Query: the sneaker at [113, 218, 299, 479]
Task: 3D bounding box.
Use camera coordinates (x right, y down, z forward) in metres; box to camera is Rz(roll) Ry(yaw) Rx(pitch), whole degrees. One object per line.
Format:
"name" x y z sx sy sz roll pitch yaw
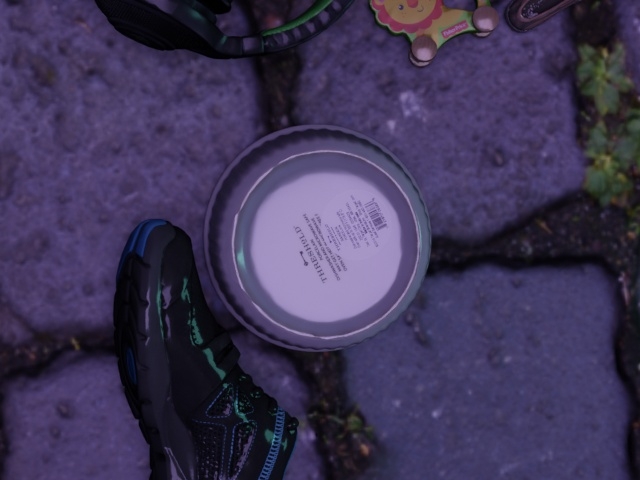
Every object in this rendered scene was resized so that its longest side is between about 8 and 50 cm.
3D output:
"sneaker" -0.098 0.142 1.338 0.140 0.125 0.341 -11 102 -15

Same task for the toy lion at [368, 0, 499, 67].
"toy lion" 0.098 -0.213 1.368 0.100 0.034 0.096 -25 88 -3

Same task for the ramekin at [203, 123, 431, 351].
"ramekin" 0.000 0.000 1.331 0.207 0.109 0.207 0 93 -4

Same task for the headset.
"headset" -0.135 -0.274 1.266 0.394 0.185 0.243 -4 93 -16

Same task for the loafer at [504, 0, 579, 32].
"loafer" 0.223 -0.232 1.370 0.125 0.039 0.045 -39 95 -1
